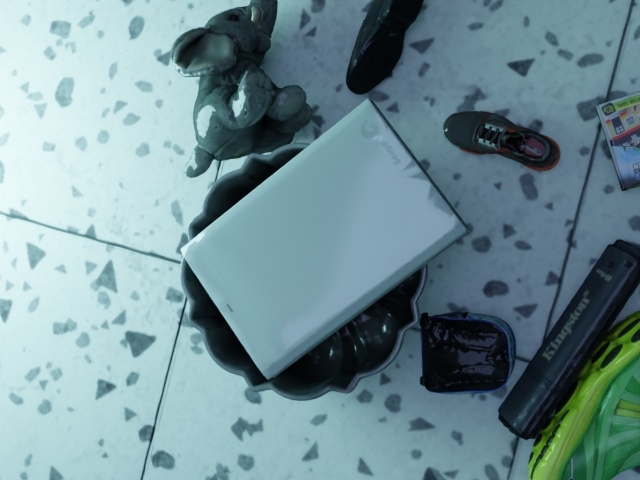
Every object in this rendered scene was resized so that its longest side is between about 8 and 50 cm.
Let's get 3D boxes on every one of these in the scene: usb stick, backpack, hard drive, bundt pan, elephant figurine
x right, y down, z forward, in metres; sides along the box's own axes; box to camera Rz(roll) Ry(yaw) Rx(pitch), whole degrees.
[{"bbox_3d":[0.314,0.125,1.203,0.045,0.077,0.278,31,97,-14],"label":"usb stick"},{"bbox_3d":[0.191,0.142,1.231,0.114,0.084,0.105,-1,91,21],"label":"backpack"},{"bbox_3d":[0.000,0.000,1.190,0.307,0.040,0.203,-38,78,12],"label":"hard drive"},{"bbox_3d":[-0.010,0.042,1.275,0.331,0.124,0.330,-1,87,17],"label":"bundt pan"},{"bbox_3d":[-0.121,-0.239,1.323,0.239,0.186,0.169,65,147,20],"label":"elephant figurine"}]

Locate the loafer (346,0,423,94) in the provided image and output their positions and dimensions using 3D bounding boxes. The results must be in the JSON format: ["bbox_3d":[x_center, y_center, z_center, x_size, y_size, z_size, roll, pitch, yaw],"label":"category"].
[{"bbox_3d":[0.080,-0.279,1.305,0.170,0.062,0.061,-60,36,13],"label":"loafer"}]

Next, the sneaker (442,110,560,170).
[{"bbox_3d":[0.231,-0.135,1.241,0.158,0.065,0.061,16,92,16],"label":"sneaker"}]

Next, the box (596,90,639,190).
[{"bbox_3d":[0.459,-0.145,1.190,0.207,0.036,0.114,-18,83,15],"label":"box"}]

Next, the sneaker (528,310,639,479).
[{"bbox_3d":[0.373,0.200,1.178,0.123,0.109,0.295,33,98,-3],"label":"sneaker"}]
